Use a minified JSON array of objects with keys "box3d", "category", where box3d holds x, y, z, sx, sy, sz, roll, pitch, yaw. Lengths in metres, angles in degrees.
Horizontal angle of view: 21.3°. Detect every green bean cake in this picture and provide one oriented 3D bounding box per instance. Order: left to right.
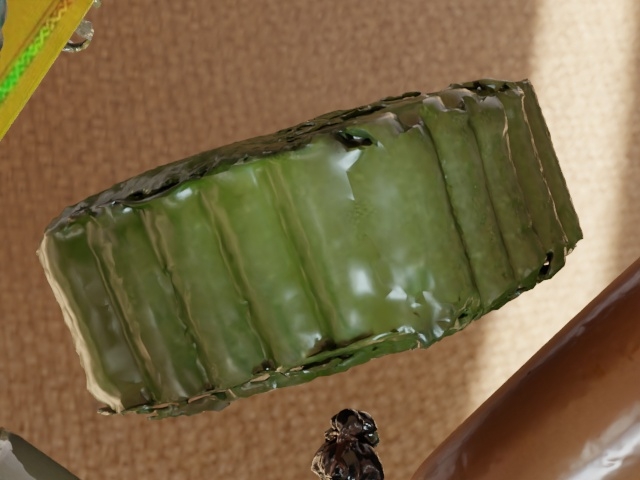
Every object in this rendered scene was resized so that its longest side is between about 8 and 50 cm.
[{"box3d":[0.000,0.000,0.802,0.200,0.214,0.113,-21,93,-57],"category":"green bean cake"}]

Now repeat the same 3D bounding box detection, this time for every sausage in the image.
[{"box3d":[0.158,0.067,0.846,0.289,0.086,0.086,-45,77,15],"category":"sausage"}]

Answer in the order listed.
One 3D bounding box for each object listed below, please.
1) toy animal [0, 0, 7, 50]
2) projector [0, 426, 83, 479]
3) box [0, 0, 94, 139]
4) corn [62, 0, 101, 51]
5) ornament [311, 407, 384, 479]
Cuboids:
[{"box3d":[-0.088,-0.097,0.439,0.070,0.253,0.079,30,61,9],"category":"toy animal"},{"box3d":[-0.012,0.206,0.621,0.337,0.108,0.108,37,63,-9],"category":"projector"},{"box3d":[-0.237,-0.144,0.643,0.301,0.084,0.193,43,57,-25],"category":"box"},{"box3d":[-0.262,-0.226,1.192,0.106,0.106,0.293,-37,55,-24],"category":"corn"},{"box3d":[0.012,0.184,0.811,0.088,0.081,0.203,1,71,28],"category":"ornament"}]
